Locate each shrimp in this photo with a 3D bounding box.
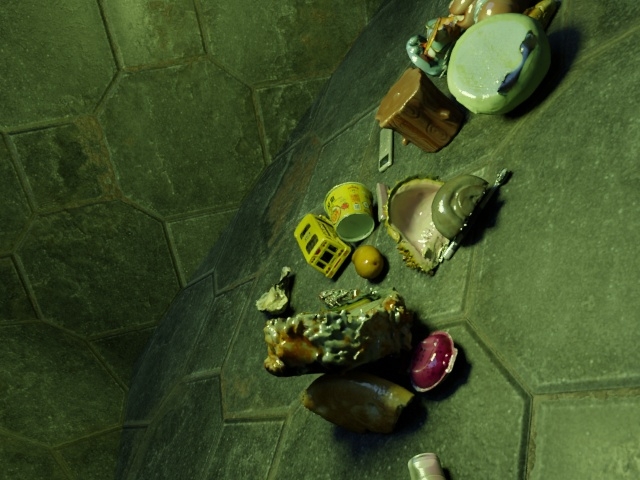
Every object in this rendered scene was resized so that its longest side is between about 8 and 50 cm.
[{"bbox_3d":[0.067,0.187,1.818,0.190,0.073,0.075,5,52,50],"label":"shrimp"}]

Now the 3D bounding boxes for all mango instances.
[{"bbox_3d":[0.150,0.066,1.796,0.102,0.084,0.184,-61,12,5],"label":"mango"}]

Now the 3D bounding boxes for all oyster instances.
[{"bbox_3d":[-0.174,0.216,2.246,0.275,0.100,0.271,-54,17,43],"label":"oyster"}]

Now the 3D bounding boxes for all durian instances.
[{"bbox_3d":[0.268,-0.077,1.599,0.305,0.195,0.185,-65,17,-9],"label":"durian"}]

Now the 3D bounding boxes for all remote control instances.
[{"bbox_3d":[0.253,-0.366,2.184,0.067,0.029,0.261,-40,30,38],"label":"remote control"}]

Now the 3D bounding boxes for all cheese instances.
[{"bbox_3d":[0.245,0.289,1.347,0.244,0.062,0.155,-25,37,60],"label":"cheese"}]

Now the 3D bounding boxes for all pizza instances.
[{"bbox_3d":[0.089,0.406,1.408,0.365,0.182,0.074,-21,17,46],"label":"pizza"}]

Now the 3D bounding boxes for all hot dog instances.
[{"bbox_3d":[0.628,-0.634,1.703,0.243,0.073,0.084,-61,28,-5],"label":"hot dog"}]

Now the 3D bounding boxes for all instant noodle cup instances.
[{"bbox_3d":[0.110,-0.090,1.968,0.182,0.182,0.144,-45,36,29],"label":"instant noodle cup"}]

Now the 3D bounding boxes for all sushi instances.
[{"bbox_3d":[0.053,0.233,1.455,0.417,0.417,0.176,-22,83,55],"label":"sushi"}]

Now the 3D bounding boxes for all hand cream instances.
[{"bbox_3d":[0.228,0.557,1.046,0.111,0.070,0.312,-45,30,23],"label":"hand cream"}]

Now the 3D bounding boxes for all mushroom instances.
[{"bbox_3d":[0.358,-0.096,1.492,0.188,0.117,0.141,-60,-15,-17],"label":"mushroom"}]

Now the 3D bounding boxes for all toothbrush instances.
[{"bbox_3d":[0.414,-0.069,1.495,0.024,0.026,0.288,37,98,25],"label":"toothbrush"}]

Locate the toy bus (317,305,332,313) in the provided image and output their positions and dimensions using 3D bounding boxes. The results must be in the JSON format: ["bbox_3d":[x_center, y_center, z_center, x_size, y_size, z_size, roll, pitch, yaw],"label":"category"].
[{"bbox_3d":[-0.015,0.289,1.897,0.166,0.047,0.065,-43,23,29],"label":"toy bus"}]

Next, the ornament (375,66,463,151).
[{"bbox_3d":[0.336,-0.420,1.839,0.221,0.217,0.235,-7,55,62],"label":"ornament"}]

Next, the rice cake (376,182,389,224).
[{"bbox_3d":[0.218,-0.130,1.942,0.036,0.047,0.207,-50,23,35],"label":"rice cake"}]

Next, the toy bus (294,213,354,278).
[{"bbox_3d":[0.000,0.000,2.089,0.145,0.151,0.331,-56,23,12],"label":"toy bus"}]

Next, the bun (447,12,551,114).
[{"bbox_3d":[0.517,-0.488,1.608,0.293,0.187,0.293,-13,68,35],"label":"bun"}]

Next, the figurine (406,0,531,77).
[{"bbox_3d":[0.489,-0.726,1.887,0.277,0.248,0.388,-54,4,-38],"label":"figurine"}]
